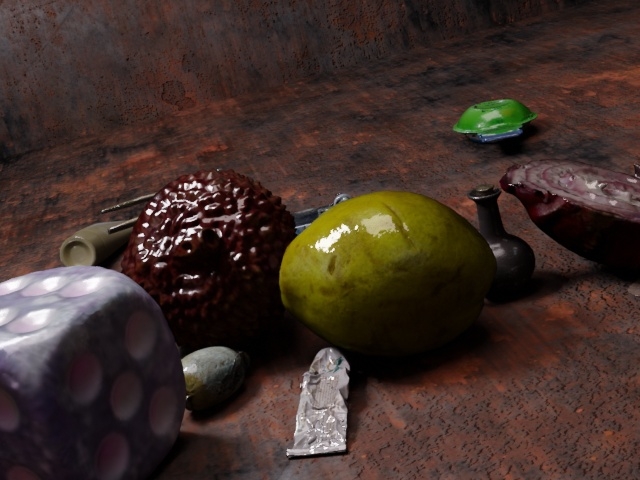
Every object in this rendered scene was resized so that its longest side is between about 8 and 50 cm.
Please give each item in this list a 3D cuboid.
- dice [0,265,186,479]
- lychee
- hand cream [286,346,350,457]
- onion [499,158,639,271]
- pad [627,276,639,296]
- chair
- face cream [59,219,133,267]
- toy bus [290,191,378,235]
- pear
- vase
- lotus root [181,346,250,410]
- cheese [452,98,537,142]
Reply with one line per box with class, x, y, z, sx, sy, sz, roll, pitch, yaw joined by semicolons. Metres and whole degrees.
dice;-0.366;0.203;1.486;0.270;0.271;0.270;-1;23;31
lychee;-0.170;0.039;1.782;0.306;0.306;0.330;-12;-14;5
hand cream;0.008;0.218;1.540;0.084;0.050;0.257;-7;23;11
onion;0.428;-0.041;1.758;0.280;0.146;0.314;13;21;17
pad;0.614;0.056;1.646;0.266;0.002;0.176;4;26;41
chair;-0.277;-0.014;2.177;0.272;0.188;0.166;-20;21;-10
face cream;-0.485;-0.007;2.468;0.137;0.084;0.341;-8;12;10
toy bus;0.000;0.000;2.024;0.297;0.131;0.106;-14;19;1
pear;0.097;0.050;1.635;0.321;0.269;0.269;2;18;-6
vase;0.278;-0.002;1.761;0.120;0.183;0.120;-12;18;4
lotus root;-0.161;0.200;1.648;0.088;0.088;0.165;1;17;35
cheese;0.412;-0.271;2.573;0.204;0.083;0.320;-9;17;7
